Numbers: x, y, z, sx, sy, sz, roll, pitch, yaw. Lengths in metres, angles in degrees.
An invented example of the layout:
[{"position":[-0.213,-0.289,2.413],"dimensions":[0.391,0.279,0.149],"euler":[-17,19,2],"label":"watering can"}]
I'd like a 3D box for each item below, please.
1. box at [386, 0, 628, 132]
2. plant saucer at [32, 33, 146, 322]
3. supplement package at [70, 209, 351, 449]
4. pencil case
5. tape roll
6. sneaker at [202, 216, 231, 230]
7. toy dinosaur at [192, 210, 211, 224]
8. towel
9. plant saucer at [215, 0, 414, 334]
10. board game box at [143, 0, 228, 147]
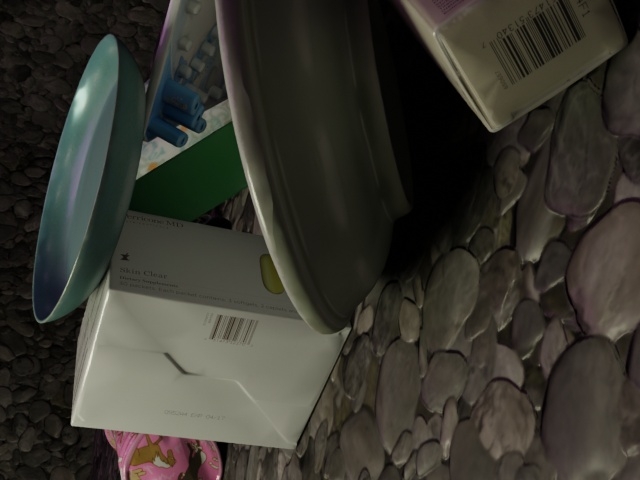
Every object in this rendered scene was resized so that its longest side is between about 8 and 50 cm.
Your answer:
[{"position":[0.109,-0.198,0.656],"dimensions":[0.113,0.094,0.275],"euler":[-33,33,11],"label":"box"},{"position":[-0.250,-0.063,0.945],"dimensions":[0.317,0.043,0.318],"euler":[-40,42,50],"label":"plant saucer"},{"position":[-0.129,0.104,0.990],"dimensions":[0.145,0.262,0.204],"euler":[-107,33,-52],"label":"supplement package"},{"position":[-0.275,0.336,1.463],"dimensions":[0.160,0.167,0.386],"euler":[-60,15,-9],"label":"pencil case"},{"position":[-0.159,-0.086,1.142],"dimensions":[0.077,0.321,0.321],"euler":[58,163,-8],"label":"tape roll"},{"position":[-0.185,0.100,1.195],"dimensions":[0.323,0.236,0.130],"euler":[122,152,-47],"label":"sneaker"},{"position":[-0.244,-0.123,1.698],"dimensions":[0.322,0.164,0.218],"euler":[98,-171,-50],"label":"toy dinosaur"},{"position":[-0.254,-0.235,1.561],"dimensions":[0.320,0.090,0.374],"euler":[-39,28,5],"label":"towel"},{"position":[0.016,-0.121,0.781],"dimensions":[0.400,0.100,0.400],"euler":[-11,-90,-79],"label":"plant saucer"},{"position":[-0.045,-0.323,0.996],"dimensions":[0.390,0.050,0.390],"euler":[-46,-18,-59],"label":"board game box"}]
